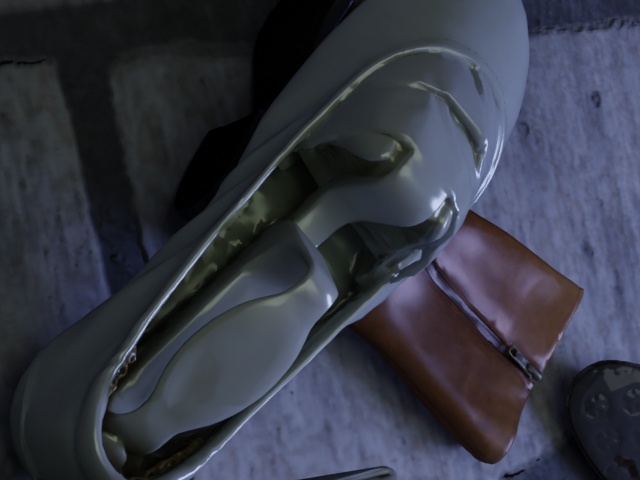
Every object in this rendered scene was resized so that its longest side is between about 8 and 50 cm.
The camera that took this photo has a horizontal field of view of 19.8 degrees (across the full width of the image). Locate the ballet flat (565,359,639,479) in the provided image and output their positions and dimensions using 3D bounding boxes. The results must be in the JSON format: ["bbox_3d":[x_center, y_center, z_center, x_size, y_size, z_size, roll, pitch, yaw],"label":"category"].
[{"bbox_3d":[0.263,0.162,1.275,0.250,0.058,0.084,35,97,-18],"label":"ballet flat"}]

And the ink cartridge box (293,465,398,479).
[{"bbox_3d":[-0.064,0.230,0.884,0.117,0.278,0.201,-10,85,-37],"label":"ink cartridge box"}]

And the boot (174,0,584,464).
[{"bbox_3d":[0.077,-0.039,1.162,0.280,0.096,0.264,38,60,-23],"label":"boot"}]

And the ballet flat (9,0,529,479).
[{"bbox_3d":[0.000,0.000,1.003,0.400,0.139,0.139,-45,107,-13],"label":"ballet flat"}]
